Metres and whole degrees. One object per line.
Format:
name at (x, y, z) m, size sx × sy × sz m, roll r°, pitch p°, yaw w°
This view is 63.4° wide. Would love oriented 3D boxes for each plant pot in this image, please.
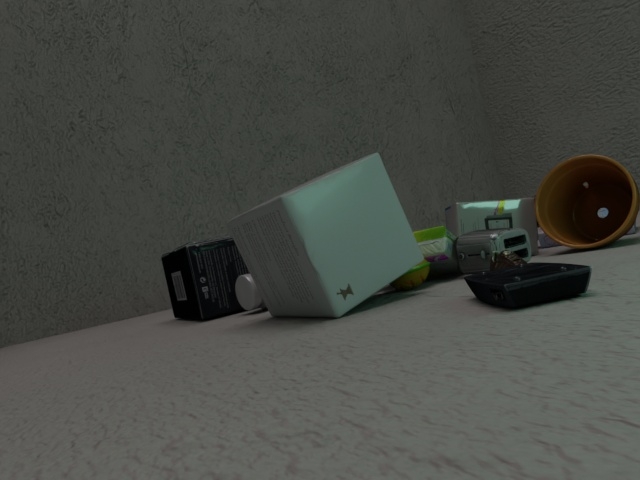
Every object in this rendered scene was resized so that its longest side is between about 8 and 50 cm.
plant pot at (0.862, -0.104, 1.641) m, size 0.290 × 0.291 × 0.203 m, roll -13°, pitch -18°, yaw 43°

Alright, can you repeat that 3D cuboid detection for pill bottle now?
pill bottle at (-0.163, 0.162, 1.866) m, size 0.264 × 0.153 × 0.153 m, roll -11°, pitch -1°, yaw -40°

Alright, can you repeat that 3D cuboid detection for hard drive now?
hard drive at (0.387, 0.082, 0.996) m, size 0.171 × 0.054 × 0.255 m, roll -12°, pitch -1°, yaw 0°

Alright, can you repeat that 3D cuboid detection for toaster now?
toaster at (0.518, 0.029, 1.537) m, size 0.227 × 0.129 × 0.146 m, roll -9°, pitch 1°, yaw -36°

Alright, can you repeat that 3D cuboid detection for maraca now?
maraca at (0.243, 0.101, 1.537) m, size 0.185 × 0.099 × 0.127 m, roll -28°, pitch -13°, yaw 39°

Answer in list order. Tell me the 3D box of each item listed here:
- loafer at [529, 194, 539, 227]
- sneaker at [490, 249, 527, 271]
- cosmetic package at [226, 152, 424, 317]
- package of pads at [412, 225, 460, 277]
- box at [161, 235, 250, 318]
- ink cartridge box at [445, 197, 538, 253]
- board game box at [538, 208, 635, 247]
loafer at (0.762, -0.064, 2.032) m, size 0.366 × 0.134 × 0.130 m, roll -37°, pitch 1°, yaw 1°
sneaker at (0.475, 0.060, 1.311) m, size 0.066 × 0.071 × 0.188 m, roll -12°, pitch -1°, yaw -7°
cosmetic package at (0.000, 0.000, 1.454) m, size 0.327 × 0.330 × 0.393 m, roll -28°, pitch 8°, yaw -30°
package of pads at (0.313, 0.053, 1.678) m, size 0.296 × 0.101 × 0.229 m, roll -12°, pitch -24°, yaw 34°
box at (-0.363, 0.136, 2.174) m, size 0.471 × 0.298 × 0.480 m, roll -13°, pitch -1°, yaw -28°
ink cartridge box at (0.605, -0.038, 1.853) m, size 0.270 × 0.197 × 0.198 m, roll -4°, pitch -3°, yaw 1°
board game box at (1.032, -0.083, 2.000) m, size 0.318 × 0.066 × 0.318 m, roll -12°, pitch 15°, yaw 36°
